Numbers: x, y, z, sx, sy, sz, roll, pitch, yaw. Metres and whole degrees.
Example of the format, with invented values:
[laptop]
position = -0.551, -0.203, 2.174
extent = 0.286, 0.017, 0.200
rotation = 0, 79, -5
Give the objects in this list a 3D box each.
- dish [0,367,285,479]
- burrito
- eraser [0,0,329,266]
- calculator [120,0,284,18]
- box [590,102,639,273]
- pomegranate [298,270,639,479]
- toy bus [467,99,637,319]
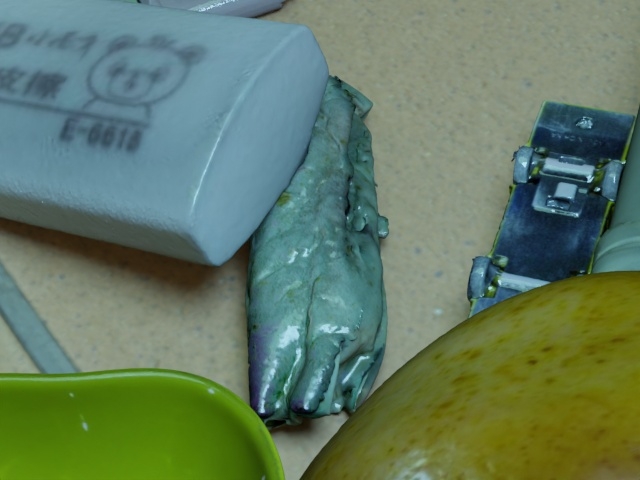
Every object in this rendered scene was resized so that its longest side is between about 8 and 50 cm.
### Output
[dish]
position = -0.148, 0.188, 1.100
extent = 0.262, 0.108, 0.221
rotation = 5, 50, 7
[burrito]
position = -0.003, -0.001, 1.282
extent = 0.096, 0.066, 0.309
rotation = -5, 48, 7
[eraser]
position = -0.146, -0.085, 1.310
extent = 0.270, 0.095, 0.174
rotation = 12, 59, 33
[calculator]
position = -0.103, -0.197, 1.484
extent = 0.175, 0.032, 0.100
rotation = -21, 51, -12
[box]
position = 0.367, -0.031, 1.208
extent = 0.352, 0.177, 0.344
rotation = 8, 49, 13
[pomegranate]
position = 0.148, 0.218, 0.882
extent = 0.417, 0.416, 0.416
rotation = -2, 49, 3
[toy bus]
position = 0.150, 0.003, 1.260
extent = 0.081, 0.074, 0.226
rotation = 11, 50, 13
